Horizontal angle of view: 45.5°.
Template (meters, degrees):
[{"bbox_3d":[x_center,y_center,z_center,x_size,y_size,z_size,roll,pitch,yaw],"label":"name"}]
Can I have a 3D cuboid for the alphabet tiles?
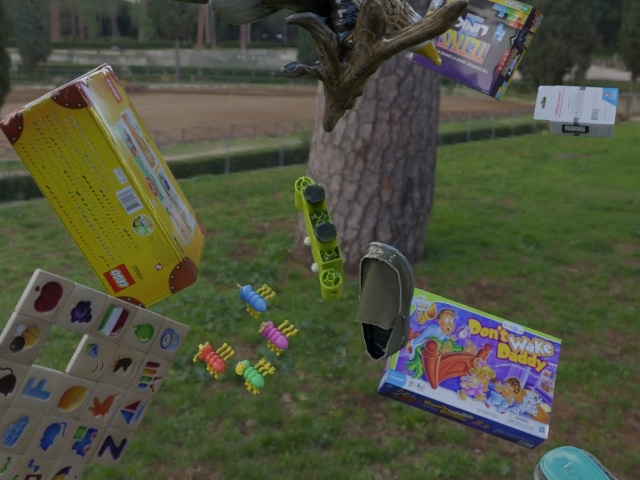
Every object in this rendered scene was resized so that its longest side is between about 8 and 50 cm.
[{"bbox_3d":[-0.237,0.160,0.697,0.009,0.237,0.198,24,-6,36],"label":"alphabet tiles"}]

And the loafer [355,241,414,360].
[{"bbox_3d":[0.114,0.119,1.373,0.094,0.251,0.087,11,38,30],"label":"loafer"}]

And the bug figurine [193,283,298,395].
[{"bbox_3d":[-0.188,0.255,1.945,0.216,0.279,0.072,35,5,21],"label":"bug figurine"}]

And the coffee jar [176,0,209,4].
[{"bbox_3d":[-0.253,-0.557,1.486,0.096,0.185,0.079,19,19,28],"label":"coffee jar"}]

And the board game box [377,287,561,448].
[{"bbox_3d":[0.319,0.267,1.622,0.346,0.078,0.233,19,58,0],"label":"board game box"}]

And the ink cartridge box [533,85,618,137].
[{"bbox_3d":[0.279,-0.142,0.837,0.083,0.048,0.028,7,-25,20],"label":"ink cartridge box"}]

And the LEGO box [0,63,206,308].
[{"bbox_3d":[-0.474,-0.129,1.769,0.193,0.500,0.372,-27,18,4],"label":"LEGO box"}]

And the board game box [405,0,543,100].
[{"bbox_3d":[0.234,-0.315,1.185,0.170,0.141,0.048,33,14,34],"label":"board game box"}]

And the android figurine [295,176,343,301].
[{"bbox_3d":[0.000,0.000,1.537,0.056,0.248,0.273,-14,-21,-5],"label":"android figurine"}]

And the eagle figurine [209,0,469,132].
[{"bbox_3d":[0.046,-0.253,0.726,0.226,0.225,0.299,-2,56,18],"label":"eagle figurine"}]

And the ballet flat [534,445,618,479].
[{"bbox_3d":[0.227,0.227,0.568,0.072,0.068,0.213,-22,14,-3],"label":"ballet flat"}]
